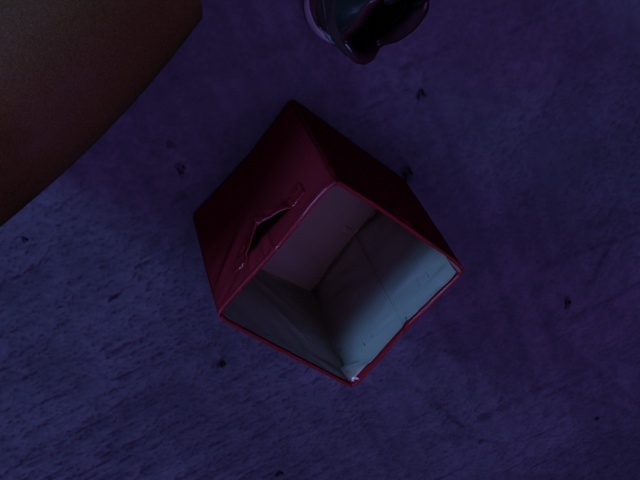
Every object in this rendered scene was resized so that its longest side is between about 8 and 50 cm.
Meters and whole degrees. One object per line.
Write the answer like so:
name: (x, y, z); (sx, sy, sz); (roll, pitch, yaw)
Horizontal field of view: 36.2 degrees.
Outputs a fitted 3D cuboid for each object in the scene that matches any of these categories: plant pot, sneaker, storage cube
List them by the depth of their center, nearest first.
plant pot: (-0.239, -0.177, 0.853); (0.254, 0.237, 0.237); (-34, 126, -12)
sneaker: (0.082, -0.286, 0.896); (0.106, 0.162, 0.281); (10, 119, -22)
storage cube: (0.000, 0.000, 1.039); (0.215, 0.193, 0.184); (32, 108, -30)
